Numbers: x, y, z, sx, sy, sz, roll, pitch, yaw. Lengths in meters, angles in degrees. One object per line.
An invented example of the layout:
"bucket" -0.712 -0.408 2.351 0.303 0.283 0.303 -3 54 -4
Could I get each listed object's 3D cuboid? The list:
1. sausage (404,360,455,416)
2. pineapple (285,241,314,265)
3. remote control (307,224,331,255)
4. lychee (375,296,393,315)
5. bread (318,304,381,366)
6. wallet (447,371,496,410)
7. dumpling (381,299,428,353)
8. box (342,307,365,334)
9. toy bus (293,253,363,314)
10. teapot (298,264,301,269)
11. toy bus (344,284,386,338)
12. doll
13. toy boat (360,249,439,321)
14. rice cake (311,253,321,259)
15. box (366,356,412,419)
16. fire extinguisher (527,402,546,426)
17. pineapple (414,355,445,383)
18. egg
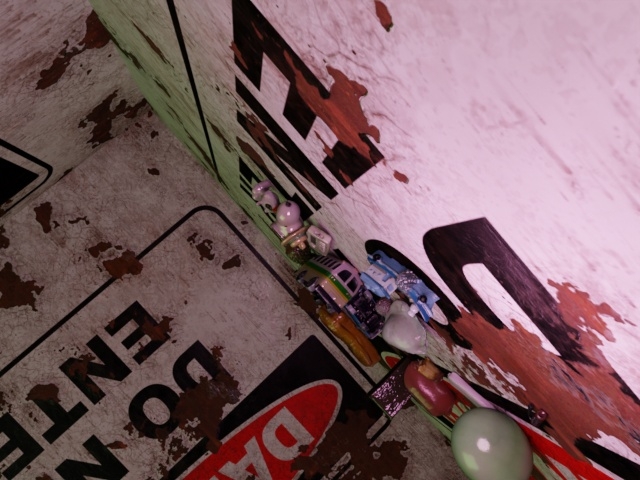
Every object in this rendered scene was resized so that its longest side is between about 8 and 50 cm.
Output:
"sausage" 0.459 0.638 1.913 0.254 0.148 0.148 41 169 21
"pineapple" -0.056 0.090 2.132 0.251 0.125 0.125 41 174 -25
"remote control" -0.001 0.001 1.635 0.090 0.049 0.230 36 169 7
"lychee" 0.222 0.226 1.536 0.067 0.068 0.083 2 -160 -38
"bread" 0.134 0.448 2.125 0.380 0.109 0.185 51 169 -26
"wallet" 0.510 0.521 1.523 0.190 0.033 0.095 41 166 35
"dumpling" 0.270 0.272 1.435 0.104 0.149 0.216 18 176 -29
"box" 0.140 0.329 2.212 0.330 0.095 0.210 43 170 17
"toy bus" 0.026 0.147 1.726 0.143 0.179 0.305 48 170 -17
"teapot" -0.036 0.169 2.317 0.165 0.130 0.119 14 -147 -42
"toy bus" 0.166 0.272 1.810 0.234 0.116 0.133 56 168 -29
"doll" -0.148 -0.100 1.715 0.271 0.143 0.208 34 143 45
"toy boat" 0.195 0.122 1.136 0.238 0.098 0.109 39 170 41
"rice cake" 0.019 0.152 2.072 0.063 0.069 0.206 -9 133 35
"box" 0.364 0.698 2.141 0.143 0.273 0.184 45 170 12
"fire extinguisher" 0.524 0.431 1.104 0.046 0.032 0.100 30 157 28
"pineapple" 0.435 0.513 1.767 0.116 0.069 0.137 33 172 38
"egg" 0.520 0.635 1.362 0.270 0.220 0.220 47 171 -11
